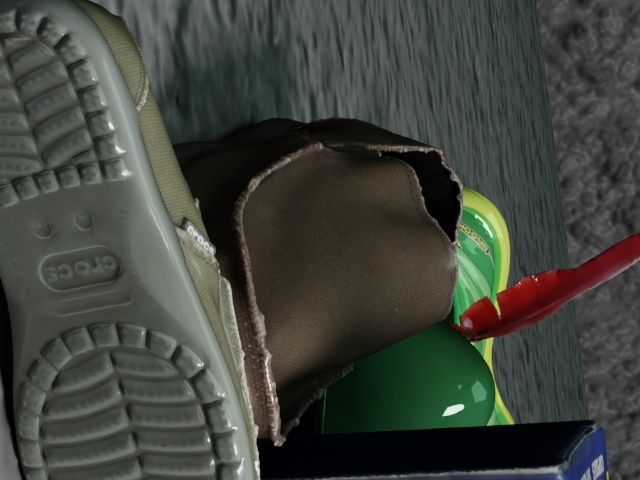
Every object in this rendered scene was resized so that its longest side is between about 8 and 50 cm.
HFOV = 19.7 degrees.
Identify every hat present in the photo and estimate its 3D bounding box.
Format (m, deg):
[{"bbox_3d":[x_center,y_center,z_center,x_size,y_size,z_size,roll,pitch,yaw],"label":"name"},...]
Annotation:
[{"bbox_3d":[0.098,0.095,1.104,0.208,0.184,0.173,75,22,-69],"label":"hat"}]

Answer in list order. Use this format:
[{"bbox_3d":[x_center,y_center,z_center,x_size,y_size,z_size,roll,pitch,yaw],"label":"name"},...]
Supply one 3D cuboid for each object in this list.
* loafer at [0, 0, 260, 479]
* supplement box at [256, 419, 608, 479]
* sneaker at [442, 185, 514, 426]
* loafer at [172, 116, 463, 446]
[{"bbox_3d":[-0.069,0.020,0.699,0.087,0.094,0.251,-56,139,-63],"label":"loafer"},{"bbox_3d":[0.045,0.275,0.870,0.194,0.195,0.356,-4,90,-76],"label":"supplement box"},{"bbox_3d":[0.075,0.110,1.307,0.123,0.109,0.295,-25,113,-51],"label":"sneaker"},{"bbox_3d":[0.000,0.000,0.916,0.366,0.130,0.133,-57,140,-69],"label":"loafer"}]
